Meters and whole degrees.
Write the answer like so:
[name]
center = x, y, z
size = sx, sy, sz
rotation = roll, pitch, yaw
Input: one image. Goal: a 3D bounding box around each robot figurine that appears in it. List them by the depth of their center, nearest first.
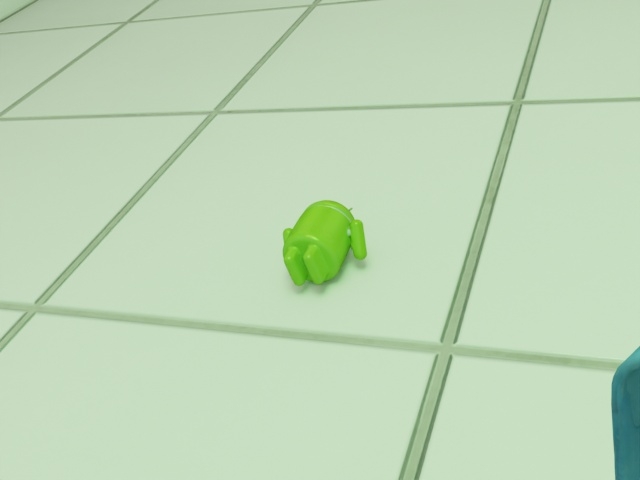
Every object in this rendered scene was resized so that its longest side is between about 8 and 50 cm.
[robot figurine]
center = 0.000, 0.000, 0.808
size = 0.101, 0.067, 0.115
rotation = -9, 33, 29

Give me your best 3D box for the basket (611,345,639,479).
[basket]
center = 0.222, 0.187, 0.269
size = 0.201, 0.288, 0.255
rotation = -33, 39, -25
